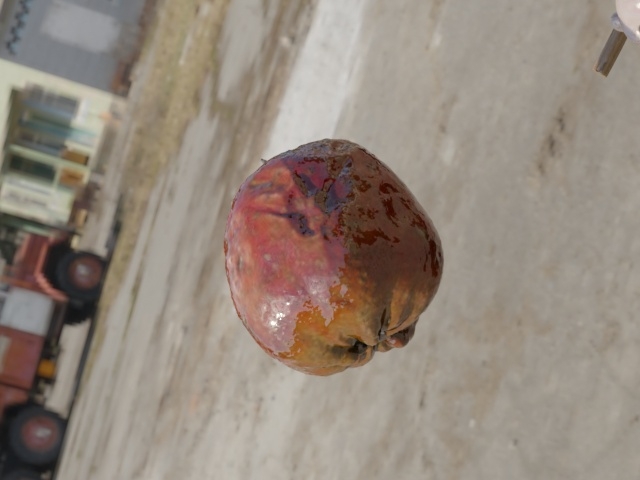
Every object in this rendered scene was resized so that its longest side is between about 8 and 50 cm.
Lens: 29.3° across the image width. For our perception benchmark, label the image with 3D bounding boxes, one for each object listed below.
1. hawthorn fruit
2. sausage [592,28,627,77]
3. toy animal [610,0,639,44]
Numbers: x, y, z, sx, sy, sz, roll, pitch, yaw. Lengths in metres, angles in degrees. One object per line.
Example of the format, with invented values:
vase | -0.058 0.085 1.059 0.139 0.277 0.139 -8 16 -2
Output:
hawthorn fruit | 0.012 0.018 1.369 0.258 0.258 0.262 169 91 -76
sausage | 0.416 -0.284 1.714 0.116 0.026 0.026 -64 14 9
toy animal | 0.392 -0.278 1.440 0.212 0.124 0.124 2 -71 -57
